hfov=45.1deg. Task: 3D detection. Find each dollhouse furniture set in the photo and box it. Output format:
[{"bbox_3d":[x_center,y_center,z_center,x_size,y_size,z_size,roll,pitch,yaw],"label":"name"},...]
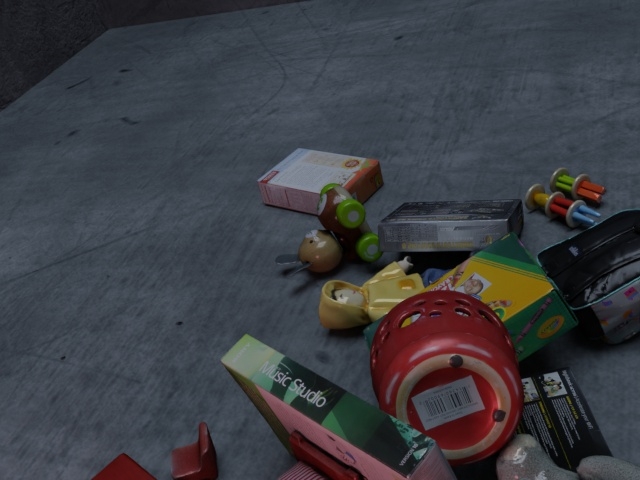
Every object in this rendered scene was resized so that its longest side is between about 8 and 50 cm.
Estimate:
[{"bbox_3d":[-0.134,0.329,0.993,0.374,0.152,0.201,20,47,42],"label":"dollhouse furniture set"}]

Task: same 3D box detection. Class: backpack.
[{"bbox_3d":[0.448,0.049,1.154,0.188,0.144,0.165,-38,28,14],"label":"backpack"}]

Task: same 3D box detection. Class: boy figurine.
[{"bbox_3d":[0.136,0.087,1.297,0.285,0.092,0.177,-8,36,6],"label":"boy figurine"}]

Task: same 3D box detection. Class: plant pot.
[{"bbox_3d":[0.157,0.176,0.961,0.191,0.191,0.174,-12,14,6],"label":"plant pot"}]

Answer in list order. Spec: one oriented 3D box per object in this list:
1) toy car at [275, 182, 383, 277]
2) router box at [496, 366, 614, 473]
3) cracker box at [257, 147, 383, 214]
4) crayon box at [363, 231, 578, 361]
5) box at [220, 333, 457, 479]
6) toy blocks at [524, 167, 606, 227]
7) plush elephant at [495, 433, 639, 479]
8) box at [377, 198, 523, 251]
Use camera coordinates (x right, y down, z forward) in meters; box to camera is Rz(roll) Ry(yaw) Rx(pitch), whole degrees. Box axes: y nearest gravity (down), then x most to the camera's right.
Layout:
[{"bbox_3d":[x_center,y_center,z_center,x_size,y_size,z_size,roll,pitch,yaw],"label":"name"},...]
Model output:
[{"bbox_3d":[0.000,0.000,1.453,0.188,0.149,0.155,-32,22,-2],"label":"toy car"},{"bbox_3d":[0.294,0.253,1.019,0.133,0.046,0.179,-13,33,5],"label":"router box"},{"bbox_3d":[-0.001,-0.128,1.694,0.232,0.067,0.156,15,43,37],"label":"cracker box"},{"bbox_3d":[0.209,0.127,1.125,0.278,0.081,0.165,-35,29,10],"label":"crayon box"},{"bbox_3d":[0.036,0.255,0.954,0.322,0.232,0.058,20,58,42],"label":"box"},{"bbox_3d":[0.474,-0.075,1.423,0.123,0.054,0.148,-31,36,-21],"label":"toy blocks"},{"bbox_3d":[0.278,0.308,0.733,0.330,0.255,0.271,15,56,31],"label":"plush elephant"},{"bbox_3d":[0.240,-0.028,1.397,0.231,0.056,0.183,-1,14,22],"label":"box"}]
